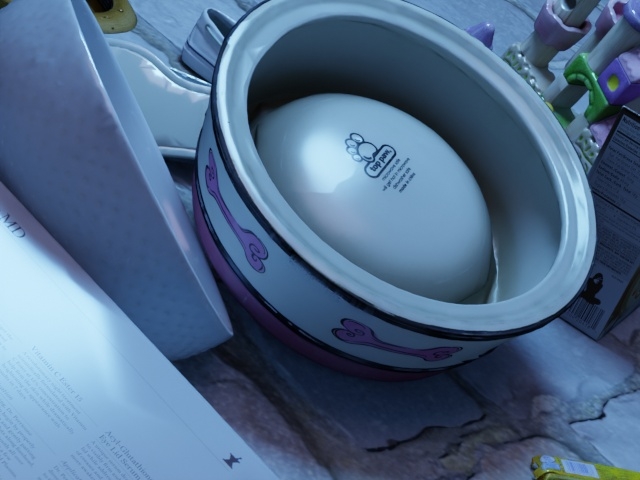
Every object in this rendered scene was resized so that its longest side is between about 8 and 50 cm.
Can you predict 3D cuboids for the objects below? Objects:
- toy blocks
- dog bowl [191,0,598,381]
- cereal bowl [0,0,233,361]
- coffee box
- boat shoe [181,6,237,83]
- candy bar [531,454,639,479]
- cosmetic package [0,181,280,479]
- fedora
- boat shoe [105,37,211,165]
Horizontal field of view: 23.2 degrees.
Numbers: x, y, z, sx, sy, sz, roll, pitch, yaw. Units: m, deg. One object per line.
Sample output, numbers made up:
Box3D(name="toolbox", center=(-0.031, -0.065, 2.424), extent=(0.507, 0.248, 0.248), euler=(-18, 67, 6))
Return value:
Box3D(name="toy blocks", center=(0.330, -0.197, 1.836), extent=(0.309, 0.260, 0.289), euler=(-1, 57, -34))
Box3D(name="dog bowl", center=(0.057, -0.044, 1.496), extent=(0.408, 0.150, 0.408), euler=(17, 49, -20))
Box3D(name="cereal bowl", center=(-0.203, -0.043, 1.305), extent=(0.141, 0.339, 0.339), euler=(-23, 41, -1))
Box3D(name="coffee box", center=(0.335, -0.033, 1.657), extent=(0.098, 0.246, 0.141), euler=(34, 32, 19))
Box3D(name="boat shoe", center=(-0.066, -0.192, 1.812), extent=(0.226, 0.076, 0.083), euler=(32, 32, 15))
Box3D(name="candy bar", center=(0.268, 0.223, 1.436), extent=(0.161, 0.018, 0.040), euler=(12, 29, -17))
Box3D(name="cosmetic package", center=(-0.252, 0.118, 1.065), extent=(0.377, 0.097, 0.284), euler=(46, 43, 11))
Box3D(name="fedora", center=(-0.306, -0.259, 1.756), extent=(0.194, 0.079, 0.194), euler=(22, 26, -12))
Box3D(name="boat shoe", center=(-0.161, -0.130, 1.666), extent=(0.319, 0.116, 0.099), euler=(15, -13, 0))
